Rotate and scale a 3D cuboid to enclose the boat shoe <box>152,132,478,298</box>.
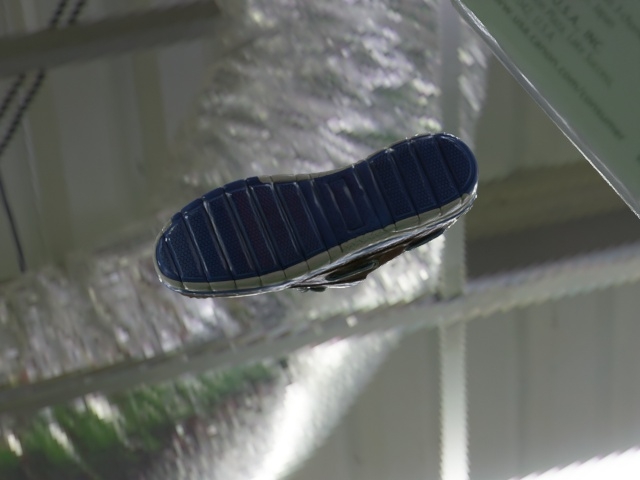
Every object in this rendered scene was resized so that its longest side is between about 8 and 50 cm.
[{"bbox_3d":[0.000,0.000,1.049,0.183,0.066,0.066,-15,-28,-5],"label":"boat shoe"}]

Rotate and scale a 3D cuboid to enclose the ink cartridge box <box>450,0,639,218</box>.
[{"bbox_3d":[0.294,-0.117,0.781,0.385,0.091,0.308,-42,-96,10],"label":"ink cartridge box"}]
